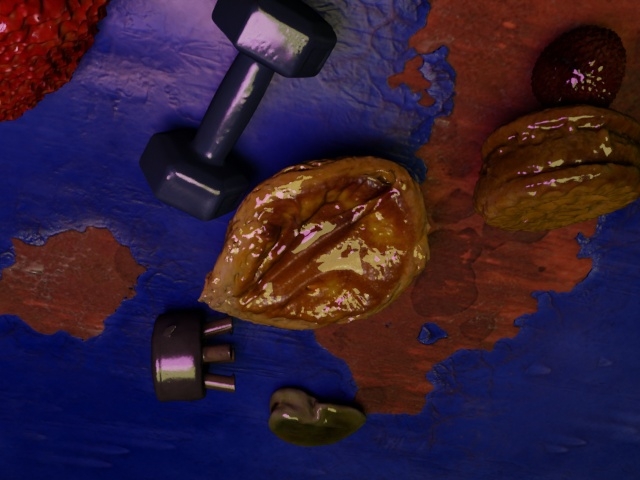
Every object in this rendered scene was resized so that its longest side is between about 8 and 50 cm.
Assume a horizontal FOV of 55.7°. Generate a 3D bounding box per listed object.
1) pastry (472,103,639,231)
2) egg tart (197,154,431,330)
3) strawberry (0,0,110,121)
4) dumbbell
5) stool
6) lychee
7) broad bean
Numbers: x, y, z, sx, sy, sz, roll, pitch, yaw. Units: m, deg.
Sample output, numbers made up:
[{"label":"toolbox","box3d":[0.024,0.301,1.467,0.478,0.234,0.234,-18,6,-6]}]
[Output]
[{"label":"pastry","box3d":[0.345,-0.086,0.880,0.240,0.132,0.235,-14,155,43]},{"label":"egg tart","box3d":[0.000,0.000,0.941,0.340,0.153,0.351,8,128,-20]},{"label":"strawberry","box3d":[-0.380,-0.284,0.679,0.267,0.312,0.351,30,137,3]},{"label":"dumbbell","box3d":[-0.119,-0.185,0.827,0.144,0.160,0.324,10,126,-43]},{"label":"stool","box3d":[-0.223,0.208,1.084,0.140,0.153,0.228,-2,165,-6]},{"label":"lychee","box3d":[0.362,-0.233,0.841,0.129,0.123,0.123,-37,117,9]},{"label":"broad bean","box3d":[-0.011,0.367,1.226,0.207,0.072,0.153,24,131,-19]}]
